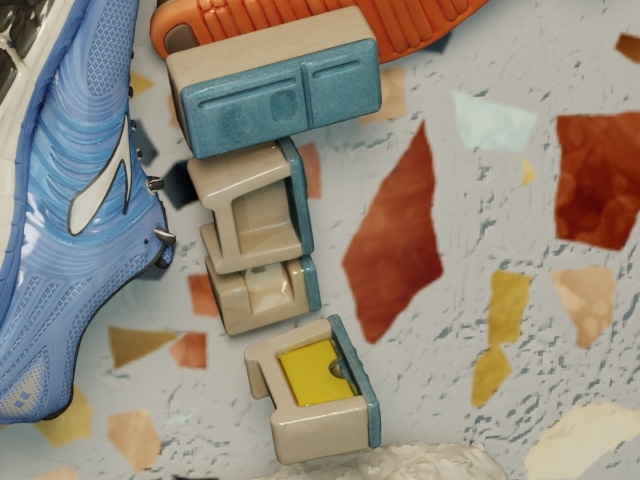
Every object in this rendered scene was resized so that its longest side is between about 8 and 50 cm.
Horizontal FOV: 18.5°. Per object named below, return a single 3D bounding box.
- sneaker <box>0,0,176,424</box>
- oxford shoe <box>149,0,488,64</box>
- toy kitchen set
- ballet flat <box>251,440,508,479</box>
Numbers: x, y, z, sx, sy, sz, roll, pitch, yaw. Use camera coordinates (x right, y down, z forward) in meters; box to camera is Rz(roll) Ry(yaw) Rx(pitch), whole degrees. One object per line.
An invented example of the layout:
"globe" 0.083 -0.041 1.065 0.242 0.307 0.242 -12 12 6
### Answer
"sneaker" -0.156 -0.048 1.143 0.147 0.129 0.330 18 89 -38
"oxford shoe" 0.058 -0.209 1.215 0.363 0.130 0.133 -21 64 0
"toy kitchen set" 0.000 0.000 1.172 0.122 0.166 0.207 -17 135 -9
"ballet flat" -0.052 0.234 1.258 0.408 0.147 0.147 -11 105 -14
